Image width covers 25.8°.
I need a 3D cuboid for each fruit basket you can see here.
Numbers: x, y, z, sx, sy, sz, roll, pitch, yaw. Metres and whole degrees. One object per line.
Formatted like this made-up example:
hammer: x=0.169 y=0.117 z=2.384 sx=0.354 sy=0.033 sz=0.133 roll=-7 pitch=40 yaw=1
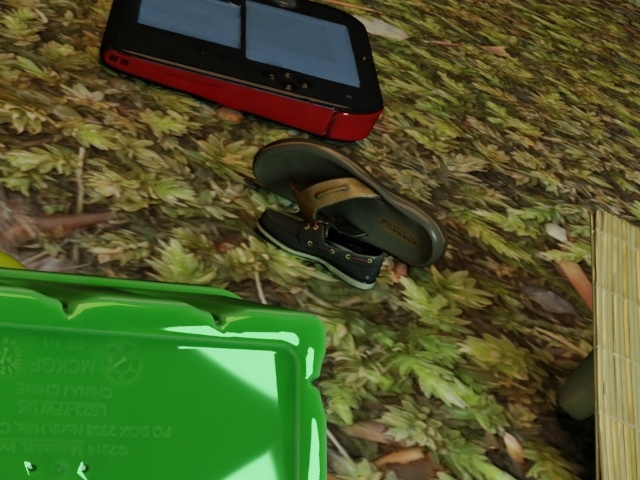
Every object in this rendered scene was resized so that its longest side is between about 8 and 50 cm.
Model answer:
fruit basket: x=-0.210 y=0.117 z=0.783 sx=0.392 sy=0.283 sz=0.392 roll=0 pitch=-12 yaw=0

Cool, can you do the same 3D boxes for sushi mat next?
sushi mat: x=0.302 y=0.119 z=1.233 sx=0.151 sy=0.019 sz=0.316 roll=23 pitch=49 yaw=-20

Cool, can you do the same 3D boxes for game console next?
game console: x=-0.096 y=-0.256 z=1.769 sx=0.342 sy=0.060 sz=0.386 roll=18 pitch=25 yaw=-12

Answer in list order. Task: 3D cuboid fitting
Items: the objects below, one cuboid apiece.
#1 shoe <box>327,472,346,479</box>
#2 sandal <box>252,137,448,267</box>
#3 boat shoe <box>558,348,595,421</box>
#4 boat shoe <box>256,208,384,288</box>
shoe: x=-0.025 y=0.182 z=0.969 sx=0.219 sy=0.058 sz=0.076 roll=23 pitch=44 yaw=9
sandal: x=0.024 y=-0.031 z=1.418 sx=0.219 sy=0.090 sz=0.060 roll=33 pitch=48 yaw=6
boat shoe: x=0.313 y=0.117 z=1.339 sx=0.088 sy=0.096 sz=0.267 roll=47 pitch=32 yaw=7
boat shoe: x=0.001 y=-0.001 z=1.362 sx=0.133 sy=0.042 sz=0.049 roll=27 pitch=27 yaw=12
